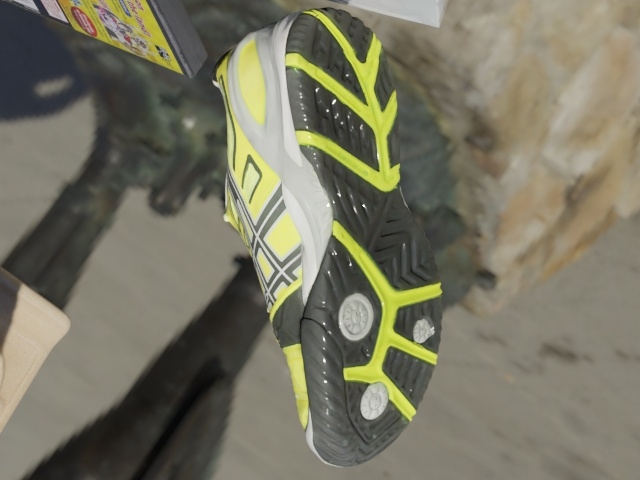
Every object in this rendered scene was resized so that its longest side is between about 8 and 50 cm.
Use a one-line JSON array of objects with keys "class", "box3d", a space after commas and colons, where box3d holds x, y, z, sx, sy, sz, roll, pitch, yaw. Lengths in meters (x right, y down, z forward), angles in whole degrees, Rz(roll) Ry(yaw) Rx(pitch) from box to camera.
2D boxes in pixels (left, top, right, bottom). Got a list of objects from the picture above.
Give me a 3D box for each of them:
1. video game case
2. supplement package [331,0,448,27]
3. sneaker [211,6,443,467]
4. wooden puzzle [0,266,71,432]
[{"class": "video game case", "box3d": [-0.248, -0.276, 1.590, 0.248, 0.035, 0.275, 24, 161, 23]}, {"class": "supplement package", "box3d": [0.020, -0.366, 1.738, 0.262, 0.198, 0.199, 15, 173, 8]}, {"class": "sneaker", "box3d": [0.000, 0.000, 1.448, 0.145, 0.385, 0.147, -8, -177, -41]}, {"class": "wooden puzzle", "box3d": [-0.447, 0.143, 1.631, 0.080, 0.348, 0.322, 24, 167, 46]}]
